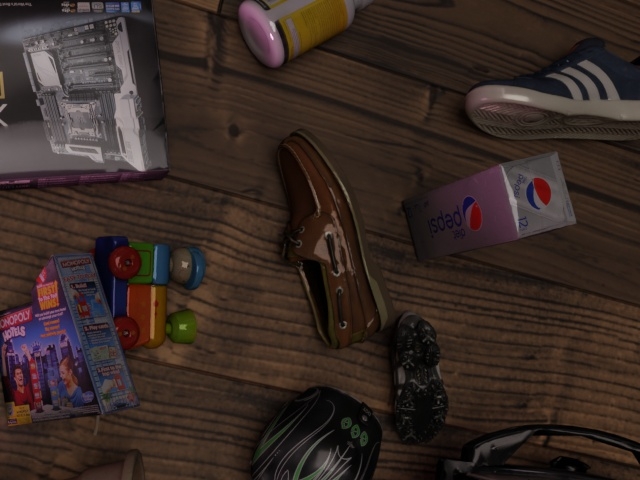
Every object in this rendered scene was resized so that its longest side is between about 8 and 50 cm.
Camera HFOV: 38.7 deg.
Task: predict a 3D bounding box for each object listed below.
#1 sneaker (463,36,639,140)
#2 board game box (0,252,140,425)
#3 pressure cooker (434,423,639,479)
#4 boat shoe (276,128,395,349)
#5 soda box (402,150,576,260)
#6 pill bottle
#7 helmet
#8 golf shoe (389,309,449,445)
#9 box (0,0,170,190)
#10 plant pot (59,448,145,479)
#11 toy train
[{"bbox_3d":[0.373,-0.242,1.408,0.350,0.131,0.148,1,75,-24],"label":"sneaker"},{"bbox_3d":[-0.317,0.119,1.110,0.060,0.194,0.194,-2,81,-52],"label":"board game box"},{"bbox_3d":[0.310,0.450,1.164,0.370,0.375,0.420,19,76,-35],"label":"pressure cooker"},{"bbox_3d":[0.000,0.000,1.252,0.104,0.111,0.307,-24,90,-20],"label":"boat shoe"},{"bbox_3d":[0.218,-0.039,1.235,0.091,0.286,0.098,-14,87,-21],"label":"soda box"},{"bbox_3d":[-0.017,-0.329,1.296,0.184,0.103,0.103,-32,93,-19],"label":"pill bottle"},{"bbox_3d":[-0.009,0.288,1.193,0.169,0.169,0.161,44,55,-8],"label":"helmet"},{"bbox_3d":[0.137,0.192,1.293,0.077,0.094,0.198,-2,109,-5],"label":"golf shoe"},{"bbox_3d":[-0.362,-0.191,1.179,0.307,0.076,0.242,-5,84,-19],"label":"box"},{"bbox_3d":[-0.350,0.409,0.997,0.305,0.334,0.333,-2,83,-7],"label":"plant pot"},{"bbox_3d":[-0.225,0.121,1.180,0.143,0.105,0.248,3,87,-35],"label":"toy train"}]
